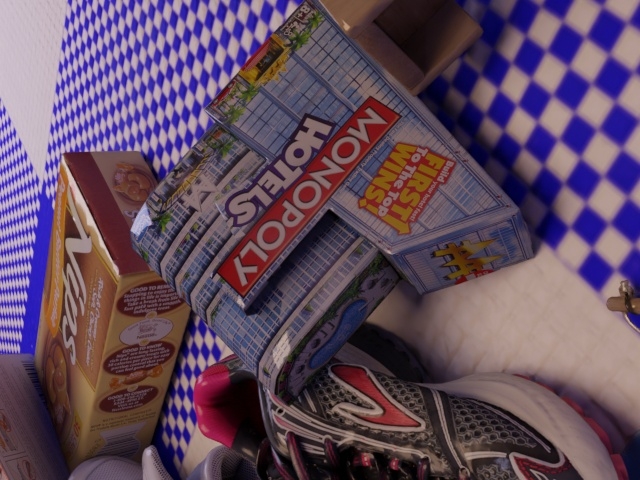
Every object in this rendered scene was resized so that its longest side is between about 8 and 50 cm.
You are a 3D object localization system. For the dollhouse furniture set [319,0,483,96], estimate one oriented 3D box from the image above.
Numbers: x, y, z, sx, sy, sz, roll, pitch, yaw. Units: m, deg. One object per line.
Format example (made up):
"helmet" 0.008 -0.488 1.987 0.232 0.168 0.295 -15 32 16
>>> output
"dollhouse furniture set" 0.035 -0.275 0.288 0.303 0.286 0.198 -42 55 16

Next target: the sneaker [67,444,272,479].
"sneaker" -0.118 0.235 0.643 0.366 0.137 0.210 30 112 52

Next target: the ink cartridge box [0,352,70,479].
"ink cartridge box" -0.311 0.258 0.792 0.296 0.066 0.261 58 178 9

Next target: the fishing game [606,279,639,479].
"fishing game" 0.181 0.152 0.288 0.189 0.041 0.264 7 101 56

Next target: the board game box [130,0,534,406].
"board game box" 0.006 -0.018 0.418 0.194 0.060 0.194 -49 57 -4

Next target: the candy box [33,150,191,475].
"candy box" -0.226 0.086 0.796 0.183 0.087 0.316 53 135 36

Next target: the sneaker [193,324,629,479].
"sneaker" 0.035 0.127 0.415 0.299 0.112 0.121 10 104 55
